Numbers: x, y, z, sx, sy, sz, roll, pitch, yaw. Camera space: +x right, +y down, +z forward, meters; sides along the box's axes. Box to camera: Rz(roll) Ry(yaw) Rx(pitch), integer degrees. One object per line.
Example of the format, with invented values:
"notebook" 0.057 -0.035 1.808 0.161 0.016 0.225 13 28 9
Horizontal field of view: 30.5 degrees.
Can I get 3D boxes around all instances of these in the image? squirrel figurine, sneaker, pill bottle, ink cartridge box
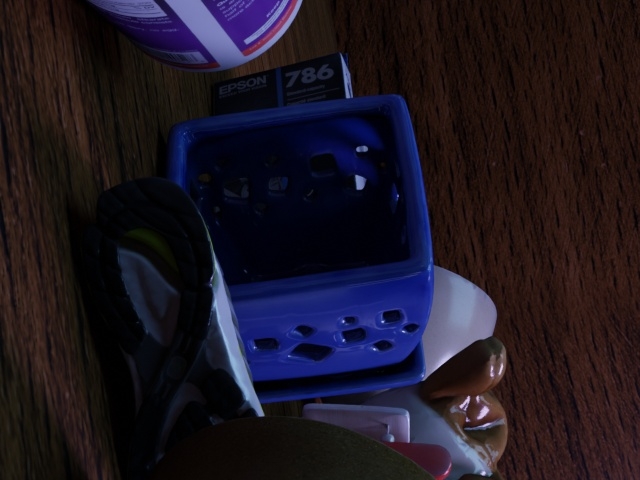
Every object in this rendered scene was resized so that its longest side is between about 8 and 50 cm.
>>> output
"squirrel figurine" 0.144 0.375 1.410 0.397 0.281 0.370 91 -23 -66
"sneaker" -0.091 0.102 0.862 0.121 0.111 0.300 -25 105 -87
"pill bottle" -0.120 -0.250 0.885 0.323 0.181 0.181 40 39 -79
"ink cartridge box" -0.040 -0.117 1.361 0.065 0.165 0.333 69 11 -46

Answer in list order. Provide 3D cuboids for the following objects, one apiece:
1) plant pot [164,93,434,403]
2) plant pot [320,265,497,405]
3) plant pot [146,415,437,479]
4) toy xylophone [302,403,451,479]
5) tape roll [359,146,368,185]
"plant pot" -0.015 0.023 1.113 0.212 0.236 0.236 81 3 -48
"plant pot" 0.093 0.168 1.663 0.284 0.284 0.191 67 34 -58
"plant pot" -0.040 0.266 0.646 0.254 0.237 0.237 -60 140 -57
"toy xylophone" 0.051 0.306 1.159 0.081 0.236 0.323 85 2 -45
"tape roll" 0.000 0.000 1.465 0.246 0.169 0.246 -12 90 -83
